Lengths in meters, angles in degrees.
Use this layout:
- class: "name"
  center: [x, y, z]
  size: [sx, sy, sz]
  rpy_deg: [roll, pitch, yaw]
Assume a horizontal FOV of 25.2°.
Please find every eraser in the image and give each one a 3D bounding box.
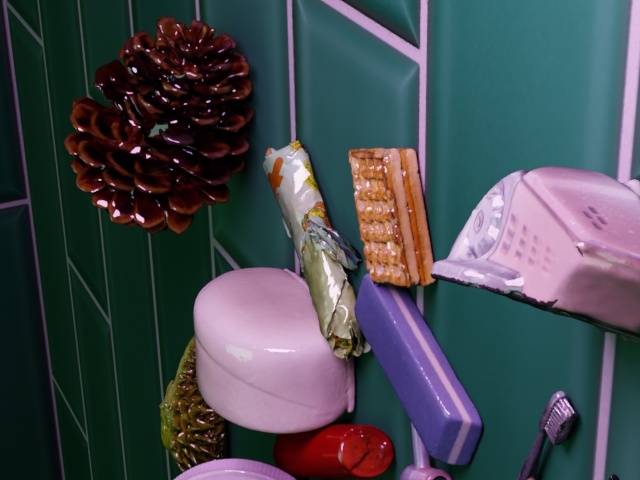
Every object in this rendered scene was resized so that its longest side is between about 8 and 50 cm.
- class: "eraser"
  center: [0.100, 0.135, 1.528]
  size: [0.082, 0.036, 0.225]
  rpy_deg: [101, 148, -47]

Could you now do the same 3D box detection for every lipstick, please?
- class: "lipstick"
  center: [0.010, 0.262, 1.785]
  size: [0.279, 0.073, 0.073]
  rpy_deg: [159, 98, -69]

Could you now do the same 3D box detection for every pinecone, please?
- class: "pinecone"
  center: [-0.200, -0.160, 1.859]
  size: [0.246, 0.246, 0.292]
  rpy_deg: [62, 139, 34]

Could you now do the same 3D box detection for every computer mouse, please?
- class: "computer mouse"
  center: [0.207, 0.010, 0.997]
  size: [0.389, 0.199, 0.115]
  rpy_deg: [-169, 93, -73]

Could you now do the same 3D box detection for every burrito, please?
- class: "burrito"
  center: [0.000, 0.000, 1.691]
  size: [0.104, 0.054, 0.288]
  rpy_deg: [127, 129, -60]

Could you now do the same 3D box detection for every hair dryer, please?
- class: "hair dryer"
  center: [0.112, 0.226, 1.562]
  size: [0.063, 0.037, 0.114]
  rpy_deg: [171, 94, -67]

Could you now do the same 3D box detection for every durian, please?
- class: "durian"
  center: [-0.201, 0.295, 2.293]
  size: [0.132, 0.106, 0.375]
  rpy_deg: [-135, 42, -63]

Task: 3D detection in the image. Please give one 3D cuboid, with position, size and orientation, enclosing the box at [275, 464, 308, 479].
- class: "box"
  center: [-0.039, 0.337, 2.013]
  size: [0.082, 0.023, 0.051]
  rpy_deg: [-125, 29, -45]

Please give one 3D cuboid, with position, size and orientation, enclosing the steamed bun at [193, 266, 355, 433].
- class: "steamed bun"
  center: [-0.072, 0.136, 1.791]
  size: [0.241, 0.164, 0.146]
  rpy_deg: [-136, 40, -57]

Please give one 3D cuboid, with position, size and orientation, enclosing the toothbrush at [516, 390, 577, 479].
- class: "toothbrush"
  center: [0.194, 0.251, 1.377]
  size: [0.321, 0.023, 0.031]
  rpy_deg: [101, 151, -46]

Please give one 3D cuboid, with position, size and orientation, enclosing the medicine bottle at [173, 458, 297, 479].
- class: "medicine bottle"
  center: [-0.115, 0.438, 1.798]
  size: [0.241, 0.252, 0.253]
  rpy_deg: [-78, -16, -71]

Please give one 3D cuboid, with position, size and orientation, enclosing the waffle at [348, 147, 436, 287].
- class: "waffle"
  center: [0.074, -0.025, 1.496]
  size: [0.102, 0.042, 0.148]
  rpy_deg: [-172, 71, -69]

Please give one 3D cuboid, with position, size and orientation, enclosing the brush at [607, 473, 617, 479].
- class: "brush"
  center: [0.247, 0.233, 1.251]
  size: [0.024, 0.008, 0.083]
  rpy_deg: [-122, 29, -44]
